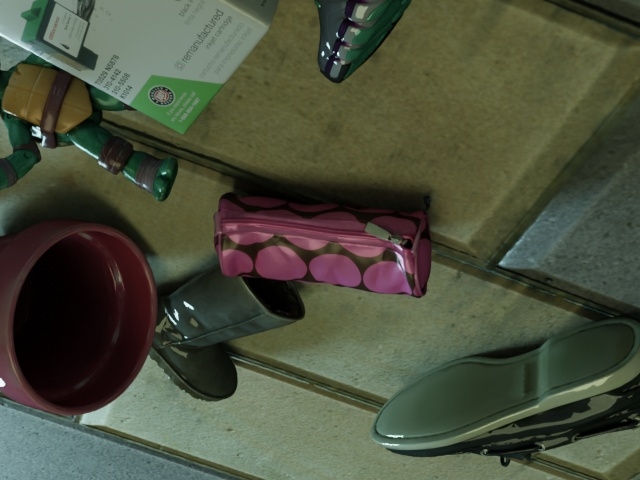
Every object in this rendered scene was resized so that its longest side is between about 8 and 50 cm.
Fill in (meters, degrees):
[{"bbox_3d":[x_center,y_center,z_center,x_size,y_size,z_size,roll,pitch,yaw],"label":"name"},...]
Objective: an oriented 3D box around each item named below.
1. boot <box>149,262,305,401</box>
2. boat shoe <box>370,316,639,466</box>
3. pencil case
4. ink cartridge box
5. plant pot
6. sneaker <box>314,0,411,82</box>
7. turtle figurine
[{"bbox_3d":[-0.097,0.098,1.267,0.209,0.076,0.190,-24,132,32],"label":"boot"},{"bbox_3d":[0.211,0.184,1.217,0.340,0.127,0.113,-26,117,30],"label":"boat shoe"},{"bbox_3d":[0.000,0.000,1.075,0.209,0.095,0.098,4,178,12],"label":"pencil case"},{"bbox_3d":[-0.156,-0.199,0.857,0.219,0.092,0.160,27,142,-17],"label":"ink cartridge box"},{"bbox_3d":[-0.304,0.071,1.207,0.180,0.201,0.201,8,147,37],"label":"plant pot"},{"bbox_3d":[0.025,-0.212,0.813,0.098,0.083,0.223,38,142,8],"label":"sneaker"},{"bbox_3d":[-0.228,-0.120,0.978,0.234,0.118,0.175,16,104,-4],"label":"turtle figurine"}]
